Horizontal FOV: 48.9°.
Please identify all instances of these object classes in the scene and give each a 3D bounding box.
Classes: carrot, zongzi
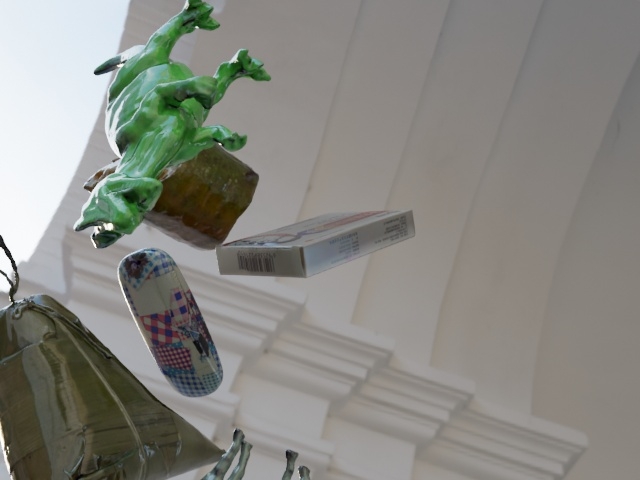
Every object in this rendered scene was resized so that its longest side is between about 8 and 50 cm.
[{"bbox_3d":[-0.302,-0.125,1.537,0.340,0.241,0.241,31,-48,-30],"label":"carrot"},{"bbox_3d":[-0.372,0.216,1.160,0.181,0.418,0.447,-35,-111,27],"label":"zongzi"}]

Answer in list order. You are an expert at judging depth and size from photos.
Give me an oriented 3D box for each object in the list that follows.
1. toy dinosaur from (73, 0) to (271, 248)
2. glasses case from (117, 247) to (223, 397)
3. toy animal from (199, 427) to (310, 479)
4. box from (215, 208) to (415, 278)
[{"bbox_3d":[-0.266,-0.141,0.944,0.500,0.374,0.144,0,-38,48],"label":"toy dinosaur"},{"bbox_3d":[-0.298,0.169,1.404,0.125,0.076,0.327,-15,-75,25],"label":"glasses case"},{"bbox_3d":[-0.131,0.360,1.013,0.255,0.170,0.090,-8,-40,25],"label":"toy animal"},{"bbox_3d":[0.000,0.000,1.354,0.214,0.353,0.069,0,-77,40],"label":"box"}]
